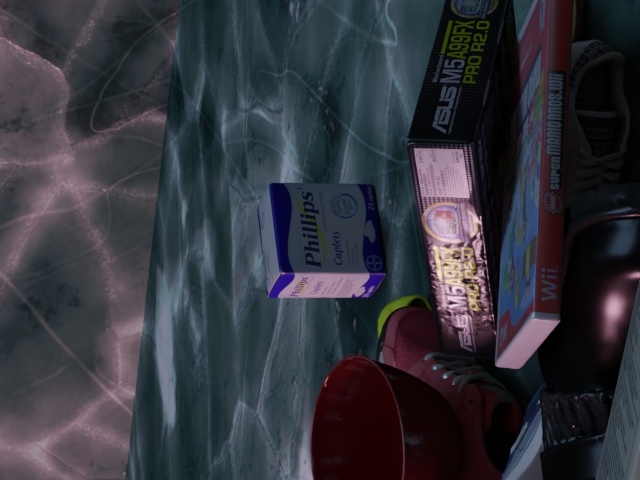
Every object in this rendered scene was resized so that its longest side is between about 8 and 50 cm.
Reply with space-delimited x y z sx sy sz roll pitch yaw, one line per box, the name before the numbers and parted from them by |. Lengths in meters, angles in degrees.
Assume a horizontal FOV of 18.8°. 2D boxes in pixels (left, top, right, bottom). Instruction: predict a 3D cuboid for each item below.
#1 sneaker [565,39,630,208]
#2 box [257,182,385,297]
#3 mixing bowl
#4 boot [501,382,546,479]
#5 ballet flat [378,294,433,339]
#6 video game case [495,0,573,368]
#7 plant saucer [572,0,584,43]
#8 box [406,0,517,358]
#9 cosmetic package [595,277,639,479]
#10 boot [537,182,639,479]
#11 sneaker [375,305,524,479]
sneaker | 0.224 -0.058 1.688 0.095 0.090 0.235 -167 75 -64
box | 0.000 0.000 2.380 0.072 0.137 0.126 121 145 -61
mixing bowl | 0.074 0.201 1.861 0.181 0.098 0.181 -8 81 60
boot | 0.198 0.206 1.737 0.190 0.069 0.086 -60 7 -8
ballet flat | 0.108 0.164 2.136 0.077 0.077 0.231 -41 48 49
video game case | 0.173 -0.053 1.571 0.204 0.025 0.285 102 172 -76
plant saucer | 0.226 -0.207 1.788 0.083 0.015 0.083 179 90 -74
box | 0.139 -0.060 1.734 0.270 0.060 0.216 78 -160 -44
cosmetic package | 0.274 0.125 1.340 0.153 0.129 0.296 -76 -5 -67
boot | 0.246 0.125 1.504 0.348 0.131 0.260 99 172 -67
sneaker | 0.156 0.172 1.936 0.136 0.116 0.314 -62 38 41
